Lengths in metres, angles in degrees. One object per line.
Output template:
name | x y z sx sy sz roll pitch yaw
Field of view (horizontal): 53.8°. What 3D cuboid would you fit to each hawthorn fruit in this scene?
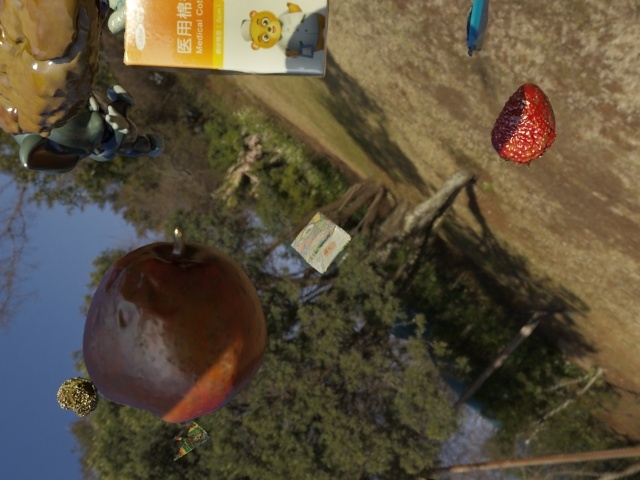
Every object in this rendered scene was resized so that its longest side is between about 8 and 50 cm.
hawthorn fruit | -0.216 0.109 0.957 0.276 0.298 0.277 3 -154 -2

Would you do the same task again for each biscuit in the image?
biscuit | -0.256 -0.212 0.470 0.075 0.296 0.296 -25 -125 -38

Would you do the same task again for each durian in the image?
durian | -0.477 0.311 1.245 0.080 0.091 0.080 9 -136 -8

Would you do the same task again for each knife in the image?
knife | 0.255 -0.389 0.991 0.026 0.044 0.296 44 168 22

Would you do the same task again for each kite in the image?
kite | -0.288 0.442 1.405 0.122 0.090 0.004 -64 -37 -60

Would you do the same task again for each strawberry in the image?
strawberry | 0.412 -0.227 1.253 0.131 0.148 0.131 12 -135 -12

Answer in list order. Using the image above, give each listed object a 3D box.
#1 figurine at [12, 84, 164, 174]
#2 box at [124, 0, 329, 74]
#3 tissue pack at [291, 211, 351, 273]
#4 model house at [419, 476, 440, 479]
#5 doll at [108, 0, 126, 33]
figurine | -0.370 -0.184 0.983 0.193 0.140 0.265 54 -170 16
box | -0.155 -0.396 1.068 0.341 0.225 0.143 4 -168 1
tissue pack | 0.000 0.000 0.819 0.035 0.063 0.083 40 180 -21
model house | 0.210 0.485 1.000 0.243 0.204 0.211 40 -145 -24
doll | -0.370 -0.503 1.212 0.071 0.214 0.103 15 173 -42
